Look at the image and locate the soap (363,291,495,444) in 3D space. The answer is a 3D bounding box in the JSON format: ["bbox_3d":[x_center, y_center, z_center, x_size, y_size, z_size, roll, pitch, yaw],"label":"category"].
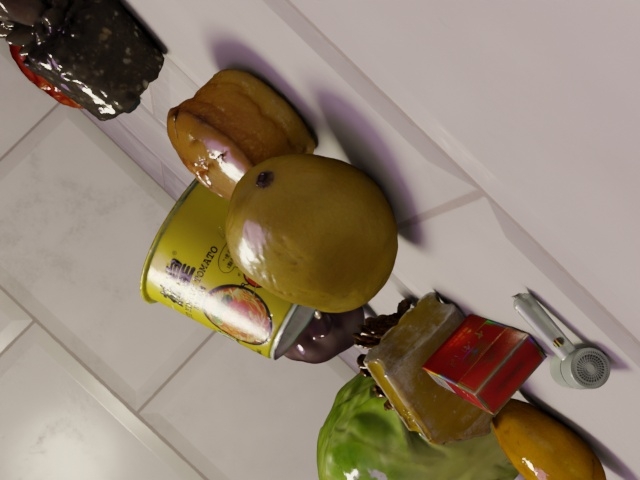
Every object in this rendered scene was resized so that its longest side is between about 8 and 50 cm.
[{"bbox_3d":[0.189,0.223,1.490,0.080,0.160,0.257,28,158,51],"label":"soap"}]

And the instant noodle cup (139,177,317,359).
[{"bbox_3d":[-0.115,0.036,1.637,0.254,0.325,0.325,32,169,9],"label":"instant noodle cup"}]

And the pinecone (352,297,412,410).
[{"bbox_3d":[0.160,0.214,1.629,0.212,0.169,0.185,58,-177,-8],"label":"pinecone"}]

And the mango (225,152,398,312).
[{"bbox_3d":[0.005,-0.005,1.218,0.332,0.195,0.142,30,-153,-55],"label":"mango"}]

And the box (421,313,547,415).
[{"bbox_3d":[0.221,0.167,1.311,0.048,0.112,0.175,47,170,-15],"label":"box"}]

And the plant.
[{"bbox_3d":[-0.405,-0.351,1.509,0.321,0.194,0.182,43,160,-26],"label":"plant"}]

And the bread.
[{"bbox_3d":[-0.115,-0.133,1.310,0.195,0.142,0.270,45,169,-11],"label":"bread"}]

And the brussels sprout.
[{"bbox_3d":[0.170,0.414,1.878,0.342,0.361,0.425,48,172,0],"label":"brussels sprout"}]

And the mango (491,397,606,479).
[{"bbox_3d":[0.357,0.334,1.514,0.227,0.109,0.147,45,-173,32],"label":"mango"}]

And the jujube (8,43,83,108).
[{"bbox_3d":[-0.485,-0.357,1.811,0.174,0.174,0.250,38,173,30],"label":"jujube"}]

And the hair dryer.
[{"bbox_3d":[0.266,0.113,1.092,0.137,0.047,0.082,49,172,2],"label":"hair dryer"}]

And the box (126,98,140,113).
[{"bbox_3d":[-0.509,-0.372,2.214,0.160,0.050,0.230,47,171,-26],"label":"box"}]

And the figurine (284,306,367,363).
[{"bbox_3d":[-0.037,0.098,2.091,0.218,0.206,0.364,-4,110,48],"label":"figurine"}]
